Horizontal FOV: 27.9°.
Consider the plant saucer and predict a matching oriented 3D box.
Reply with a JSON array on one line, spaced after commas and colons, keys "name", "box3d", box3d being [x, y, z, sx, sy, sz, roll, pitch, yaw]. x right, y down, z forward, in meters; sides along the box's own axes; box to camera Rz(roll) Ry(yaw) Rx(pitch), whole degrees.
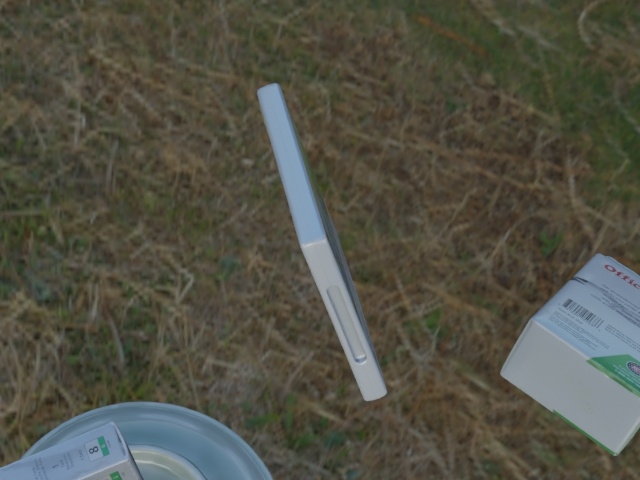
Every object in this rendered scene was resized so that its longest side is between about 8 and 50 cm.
[{"name": "plant saucer", "box3d": [-0.238, 0.380, 1.672, 0.400, 0.100, 0.400, 3, 59, -5]}]

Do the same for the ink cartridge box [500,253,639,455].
[{"name": "ink cartridge box", "box3d": [0.311, 0.116, 1.394, 0.153, 0.087, 0.208, 35, 35, 17]}]

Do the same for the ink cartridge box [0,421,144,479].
[{"name": "ink cartridge box", "box3d": [-0.300, 0.284, 1.371, 0.224, 0.181, 0.056, -23, 64, -10]}]

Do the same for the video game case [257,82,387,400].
[{"name": "video game case", "box3d": [0.000, 0.000, 1.164, 0.026, 0.206, 0.227, -19, 42, 3]}]
